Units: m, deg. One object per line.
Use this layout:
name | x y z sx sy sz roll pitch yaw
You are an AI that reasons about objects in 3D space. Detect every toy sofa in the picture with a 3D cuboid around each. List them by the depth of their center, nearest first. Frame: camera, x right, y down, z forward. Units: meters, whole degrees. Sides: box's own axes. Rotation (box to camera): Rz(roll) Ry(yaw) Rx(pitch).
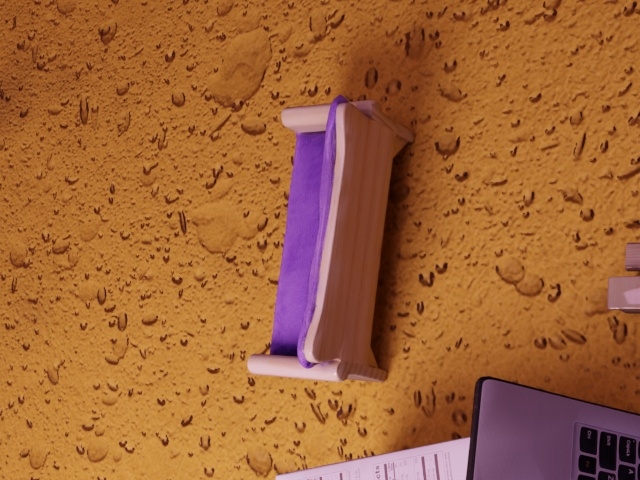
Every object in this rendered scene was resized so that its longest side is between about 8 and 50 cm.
toy sofa | 0.000 0.000 1.340 0.150 0.177 0.363 0 78 36

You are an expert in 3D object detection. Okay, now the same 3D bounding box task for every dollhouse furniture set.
dollhouse furniture set | 0.385 -0.018 1.104 0.160 0.101 0.182 -4 75 36

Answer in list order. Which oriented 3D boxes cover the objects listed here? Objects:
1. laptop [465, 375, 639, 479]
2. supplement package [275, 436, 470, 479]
laptop | 0.350 0.323 0.908 0.236 0.407 0.382 130 152 -63
supplement package | 0.119 0.340 1.140 0.262 0.199 0.198 -19 67 32
